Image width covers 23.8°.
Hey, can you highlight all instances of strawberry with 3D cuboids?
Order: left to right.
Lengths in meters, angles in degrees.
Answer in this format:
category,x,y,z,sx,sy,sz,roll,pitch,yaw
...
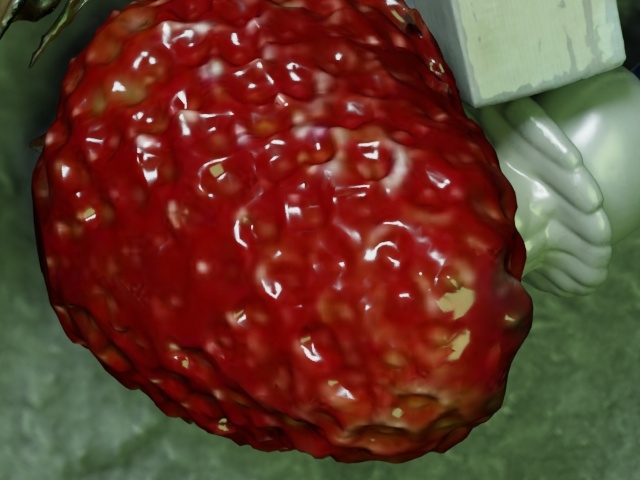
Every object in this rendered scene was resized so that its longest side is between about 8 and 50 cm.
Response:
category,x,y,z,sx,sy,sz,roll,pitch,yaw
strawberry,0.000,0.000,0.612,0.205,0.244,0.205,-11,112,-29

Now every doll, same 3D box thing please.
category,x,y,z,sx,sy,sz,roll,pitch,yaw
doll,0.170,-0.064,0.768,0.293,0.119,0.138,-31,160,-21

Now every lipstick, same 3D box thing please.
category,x,y,z,sx,sy,sz,roll,pitch,yaw
lipstick,0.050,-0.243,0.627,0.079,0.076,0.372,-17,110,-8

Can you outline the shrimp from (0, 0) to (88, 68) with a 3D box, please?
category,x,y,z,sx,sy,sz,roll,pitch,yaw
shrimp,-0.101,-0.192,0.596,0.150,0.068,0.249,13,91,-26
